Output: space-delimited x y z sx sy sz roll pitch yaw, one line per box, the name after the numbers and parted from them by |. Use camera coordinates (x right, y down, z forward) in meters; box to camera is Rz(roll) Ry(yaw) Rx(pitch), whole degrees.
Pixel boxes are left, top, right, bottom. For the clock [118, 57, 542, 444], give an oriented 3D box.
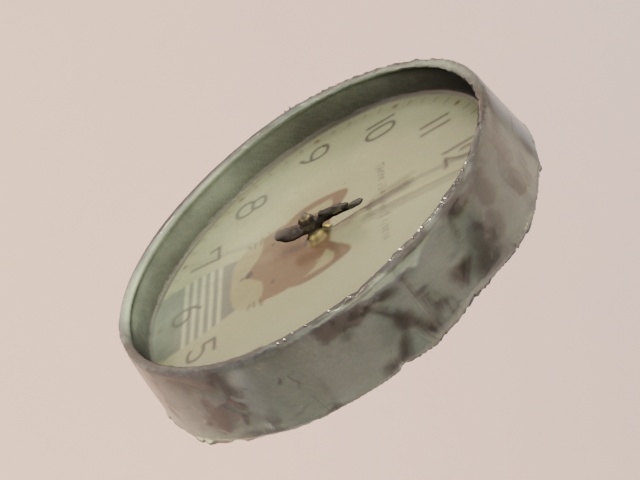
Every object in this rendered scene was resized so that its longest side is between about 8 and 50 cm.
0.000 0.000 1.360 0.067 0.325 0.325 51 -131 -26 | clock
